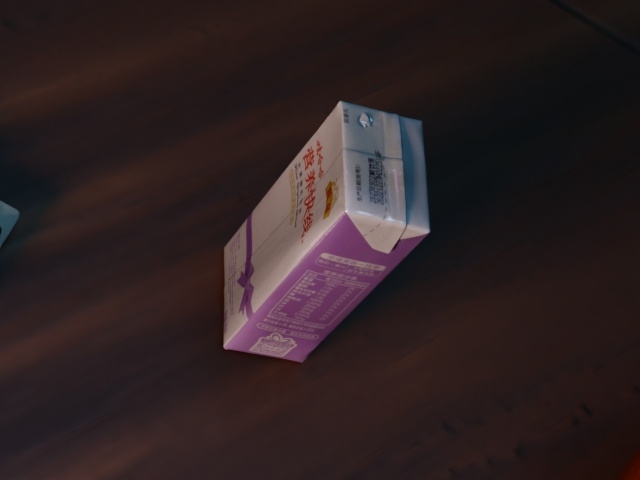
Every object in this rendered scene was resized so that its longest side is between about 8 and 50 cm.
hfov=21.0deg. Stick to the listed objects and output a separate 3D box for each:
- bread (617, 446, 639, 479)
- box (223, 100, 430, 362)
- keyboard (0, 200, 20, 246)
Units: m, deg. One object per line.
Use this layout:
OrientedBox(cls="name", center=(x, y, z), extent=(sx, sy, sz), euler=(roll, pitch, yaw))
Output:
OrientedBox(cls="bread", center=(0.240, 0.162, 0.624), extent=(0.295, 0.114, 0.328), euler=(29, 37, 0))
OrientedBox(cls="box", center=(0.000, 0.000, 0.646), extent=(0.036, 0.117, 0.051), euler=(11, 60, -22))
OrientedBox(cls="keyboard", center=(-0.193, -0.034, 0.637), extent=(0.166, 0.017, 0.055), euler=(30, 53, -6))
